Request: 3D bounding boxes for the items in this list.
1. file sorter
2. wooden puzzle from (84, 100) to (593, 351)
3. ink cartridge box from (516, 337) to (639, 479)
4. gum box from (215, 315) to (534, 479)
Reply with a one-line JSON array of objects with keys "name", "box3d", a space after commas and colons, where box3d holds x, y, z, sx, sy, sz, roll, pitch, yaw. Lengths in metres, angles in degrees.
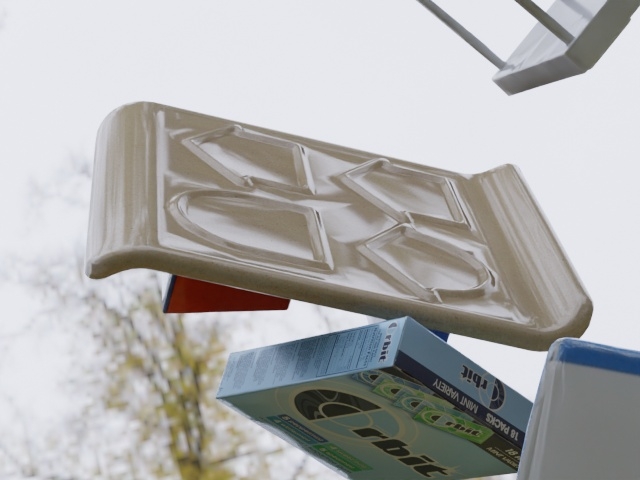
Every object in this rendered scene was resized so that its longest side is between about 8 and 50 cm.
[{"name": "file sorter", "box3d": [0.166, -0.257, 1.144, 0.173, 0.193, 0.278, 40, -95, -7]}, {"name": "wooden puzzle", "box3d": [0.000, 0.000, 1.351, 0.347, 0.322, 0.081, 8, -69, -9]}, {"name": "ink cartridge box", "box3d": [0.273, 0.168, 0.818, 0.285, 0.166, 0.395, 10, -7, 25]}, {"name": "gum box", "box3d": [0.045, 0.117, 1.253, 0.157, 0.041, 0.184, 35, -31, -30]}]
